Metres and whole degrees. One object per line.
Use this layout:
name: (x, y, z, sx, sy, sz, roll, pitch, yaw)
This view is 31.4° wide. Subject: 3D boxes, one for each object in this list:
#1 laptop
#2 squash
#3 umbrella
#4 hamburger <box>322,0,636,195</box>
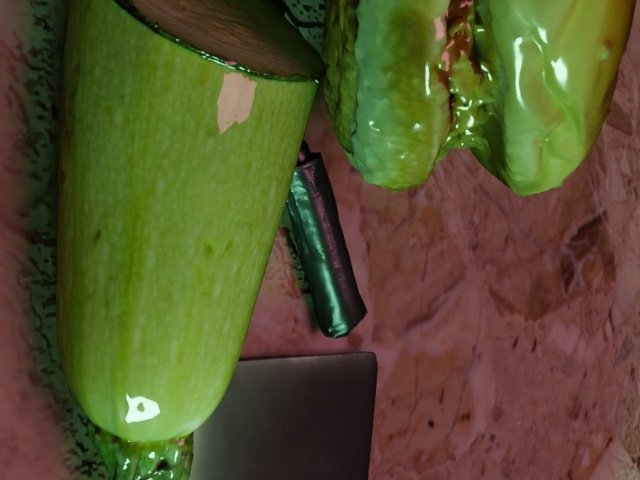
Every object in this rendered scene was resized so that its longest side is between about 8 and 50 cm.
laptop: (-0.029, 0.204, 0.710, 0.188, 0.015, 0.269, 3, 92, -52)
squash: (-0.073, 0.007, 0.543, 0.137, 0.137, 0.287, 9, 90, -52)
umbrella: (0.001, -0.001, 0.711, 0.036, 0.031, 0.133, -70, 148, -61)
hamburger: (0.070, -0.174, 0.590, 0.318, 0.158, 0.318, -7, 90, -88)
